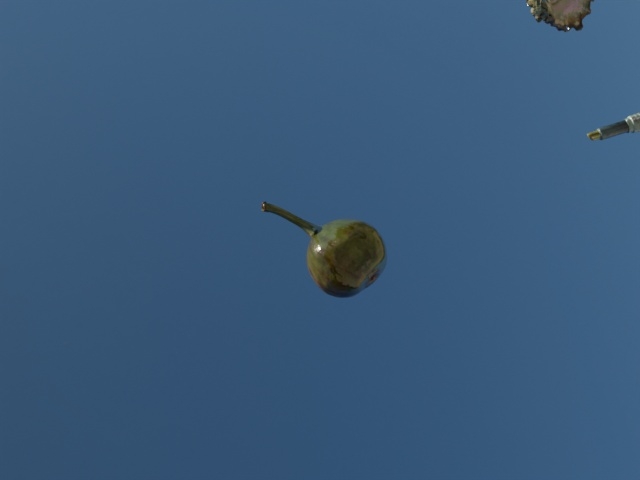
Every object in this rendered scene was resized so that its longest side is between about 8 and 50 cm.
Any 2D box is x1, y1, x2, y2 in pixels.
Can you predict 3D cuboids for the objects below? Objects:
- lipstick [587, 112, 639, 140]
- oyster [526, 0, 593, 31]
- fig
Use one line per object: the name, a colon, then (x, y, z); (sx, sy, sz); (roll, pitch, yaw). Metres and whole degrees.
lipstick: (0.582, -0.218, 1.717); (0.116, 0.037, 0.037); (-18, -93, -1)
oyster: (0.585, -0.641, 2.185); (0.259, 0.092, 0.198); (15, -89, -35)
fig: (0.000, 0.000, 1.571); (0.245, 0.149, 0.149); (35, -135, 16)
